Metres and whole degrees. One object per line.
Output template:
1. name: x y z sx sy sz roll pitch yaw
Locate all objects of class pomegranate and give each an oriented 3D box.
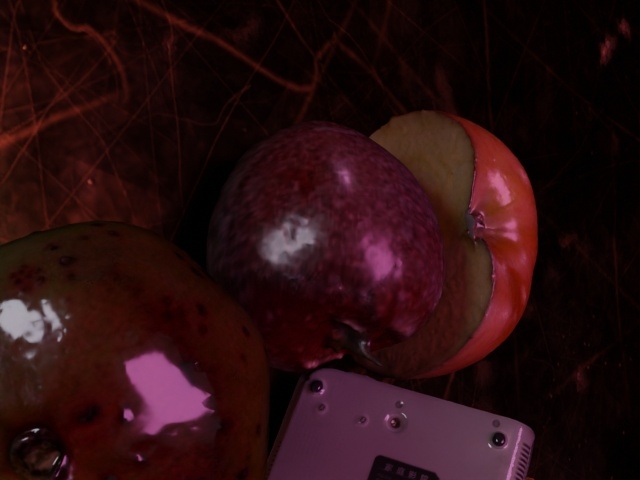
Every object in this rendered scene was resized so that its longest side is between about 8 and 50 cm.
1. pomegranate: -0.185 0.117 0.749 0.290 0.323 0.291 -5 105 -17

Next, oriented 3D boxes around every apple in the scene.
1. apple: 0.148 0.012 1.043 0.163 0.251 0.293 11 75 -38

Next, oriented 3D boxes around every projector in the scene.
1. projector: 0.071 0.254 0.943 0.108 0.250 0.198 72 36 -58

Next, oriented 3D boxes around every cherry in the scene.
1. cherry: 0.000 0.000 0.924 0.203 0.230 0.300 48 25 -51

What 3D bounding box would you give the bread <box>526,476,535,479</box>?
1. bread: 0.303 0.495 1.253 0.084 0.077 0.368 -21 100 -42
